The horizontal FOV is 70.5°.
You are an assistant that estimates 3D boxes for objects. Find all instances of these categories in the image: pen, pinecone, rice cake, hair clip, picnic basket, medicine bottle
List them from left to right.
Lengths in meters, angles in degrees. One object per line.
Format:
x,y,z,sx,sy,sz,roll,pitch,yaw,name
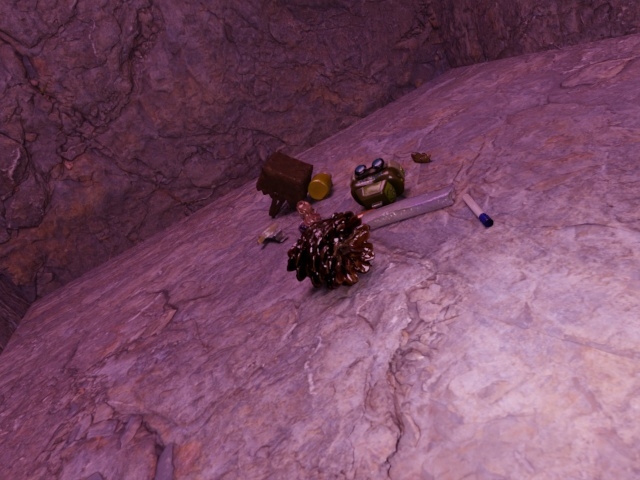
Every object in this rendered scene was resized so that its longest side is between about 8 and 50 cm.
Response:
-0.254,-0.023,2.258,0.159,0.071,0.219,-39,21,-23,hair clip
-0.209,-0.309,2.551,0.292,0.320,0.254,23,46,3,picnic basket
0.010,-0.321,2.542,0.122,0.121,0.212,-17,23,23,medicine bottle
0.047,0.040,1.537,0.298,0.242,0.296,-44,24,-22,pinecone
0.346,-0.124,1.809,0.400,0.064,0.070,-18,33,22,rice cake
0.548,-0.111,1.593,0.033,0.033,0.269,-23,22,10,pen

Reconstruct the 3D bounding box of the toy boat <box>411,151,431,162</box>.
0.512,-0.424,2.309,0.047,0.048,0.149,-32,23,-15,toy boat

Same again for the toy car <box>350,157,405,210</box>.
0.257,-0.224,2.020,0.248,0.204,0.198,-18,47,23,toy car

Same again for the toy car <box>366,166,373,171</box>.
0.301,-0.364,2.402,0.096,0.056,0.205,-30,26,-9,toy car

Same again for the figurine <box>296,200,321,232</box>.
-0.055,-0.117,2.148,0.114,0.156,0.126,10,31,23,figurine

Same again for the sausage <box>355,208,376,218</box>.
0.103,-0.063,1.953,0.348,0.053,0.053,-21,23,14,sausage
